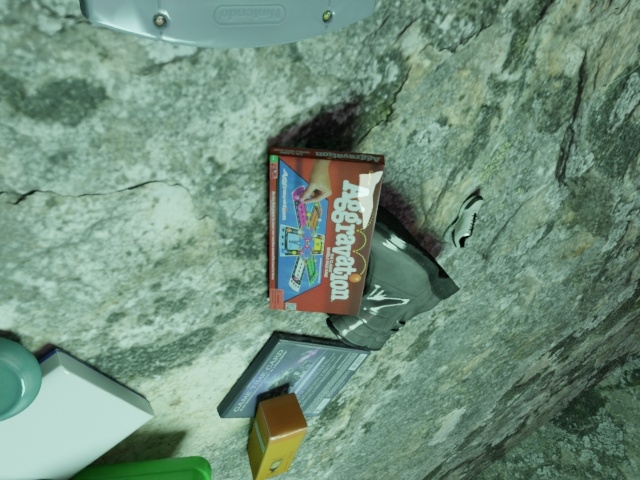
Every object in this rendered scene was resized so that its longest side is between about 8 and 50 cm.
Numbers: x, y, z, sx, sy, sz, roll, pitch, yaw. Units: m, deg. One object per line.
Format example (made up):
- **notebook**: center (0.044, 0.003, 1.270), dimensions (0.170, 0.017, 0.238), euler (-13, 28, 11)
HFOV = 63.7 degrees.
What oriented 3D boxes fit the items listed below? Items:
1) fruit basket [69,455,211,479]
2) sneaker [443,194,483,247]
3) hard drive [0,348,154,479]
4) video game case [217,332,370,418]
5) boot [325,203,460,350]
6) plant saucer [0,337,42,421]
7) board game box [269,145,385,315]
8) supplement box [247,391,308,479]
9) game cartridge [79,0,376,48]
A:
- **fruit basket**: center (-0.299, 0.548, 0.880), dimensions (0.282, 0.392, 0.393), euler (3, 126, -19)
- **sneaker**: center (0.276, -0.034, 0.962), dimensions (0.040, 0.044, 0.109), euler (5, 121, -39)
- **hard drive**: center (-0.424, 0.297, 0.709), dimensions (0.318, 0.040, 0.210), euler (-36, 140, -5)
- **video game case**: center (-0.042, 0.271, 1.003), dimensions (0.274, 0.026, 0.196), euler (20, 112, -46)
- **boot**: center (0.093, 0.087, 0.879), dimensions (0.222, 0.118, 0.338), euler (-41, 136, 10)
- **plant saucer**: center (-0.392, 0.169, 0.599), dimensions (0.119, 0.021, 0.120), euler (-8, 112, -19)
- **board game box**: center (0.000, 0.000, 0.729), dimensions (0.144, 0.027, 0.282), euler (4, 130, -1)
- **supplement box**: center (-0.090, 0.389, 1.002), dimensions (0.077, 0.080, 0.234), euler (-9, 139, -24)
- **game cartridge**: center (-0.068, -0.276, 0.459), dimensions (0.294, 0.060, 0.196), euler (-14, 130, -28)
